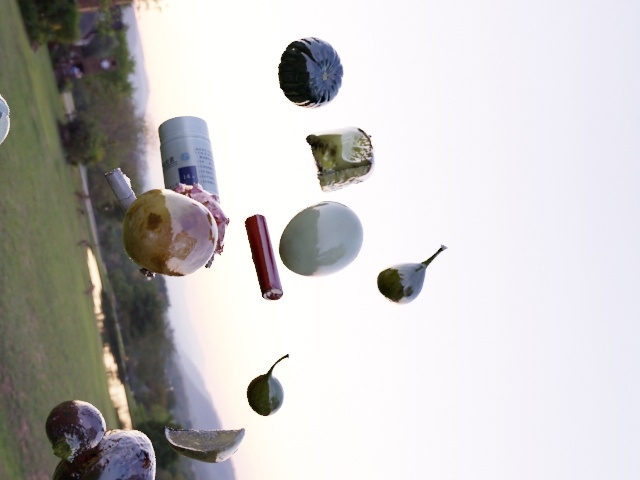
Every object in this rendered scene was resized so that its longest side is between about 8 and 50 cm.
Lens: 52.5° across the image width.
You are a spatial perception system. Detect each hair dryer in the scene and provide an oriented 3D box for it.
[{"bbox_3d":[-0.615,-0.143,2.062,0.195,0.053,0.220,65,-9,-18],"label":"hair dryer"}]

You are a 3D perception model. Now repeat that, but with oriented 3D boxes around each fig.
[{"bbox_3d":[-0.150,0.429,1.966,0.236,0.124,0.124,-68,-148,30],"label":"fig"},{"bbox_3d":[0.299,0.096,2.133,0.151,0.259,0.151,43,-3,2],"label":"fig"}]

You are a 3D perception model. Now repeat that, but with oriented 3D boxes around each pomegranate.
[{"bbox_3d":[-0.350,-0.008,1.484,0.215,0.215,0.215,167,-90,-76],"label":"pomegranate"}]

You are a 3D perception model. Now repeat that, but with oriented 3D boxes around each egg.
[{"bbox_3d":[0.000,0.000,1.655,0.188,0.253,0.189,28,-47,35],"label":"egg"}]

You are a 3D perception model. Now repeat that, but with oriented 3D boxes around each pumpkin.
[{"bbox_3d":[-0.029,-0.515,2.000,0.162,0.220,0.220,28,-47,45],"label":"pumpkin"}]

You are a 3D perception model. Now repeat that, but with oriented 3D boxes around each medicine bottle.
[{"bbox_3d":[-0.471,-0.268,2.316,0.190,0.190,0.332,115,-34,-68],"label":"medicine bottle"}]

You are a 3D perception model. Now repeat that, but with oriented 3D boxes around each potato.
[{"bbox_3d":[-0.357,0.641,1.969,0.100,0.261,0.120,-78,162,-62],"label":"potato"}]

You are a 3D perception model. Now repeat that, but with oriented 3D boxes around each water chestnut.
[{"bbox_3d":[-0.673,0.702,1.958,0.347,0.335,0.335,38,-34,30],"label":"water chestnut"}]

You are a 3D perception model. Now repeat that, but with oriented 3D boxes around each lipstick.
[{"bbox_3d":[-0.165,0.047,1.878,0.073,0.073,0.280,96,-18,-52],"label":"lipstick"}]

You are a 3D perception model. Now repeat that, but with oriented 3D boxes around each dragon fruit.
[{"bbox_3d":[-0.351,-0.033,1.809,0.268,0.205,0.210,60,12,28],"label":"dragon fruit"}]

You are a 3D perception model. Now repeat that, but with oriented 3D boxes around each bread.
[{"bbox_3d":[0.076,-0.242,1.989,0.262,0.204,0.163,-101,172,-49],"label":"bread"}]

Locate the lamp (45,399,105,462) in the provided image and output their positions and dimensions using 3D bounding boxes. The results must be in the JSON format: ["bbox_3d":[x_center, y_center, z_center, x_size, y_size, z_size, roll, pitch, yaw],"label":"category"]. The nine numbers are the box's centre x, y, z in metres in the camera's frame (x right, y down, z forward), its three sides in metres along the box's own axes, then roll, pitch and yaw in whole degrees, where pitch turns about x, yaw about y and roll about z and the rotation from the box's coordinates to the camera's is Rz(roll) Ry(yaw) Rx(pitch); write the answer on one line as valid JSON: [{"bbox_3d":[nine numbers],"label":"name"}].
[{"bbox_3d":[-0.653,0.504,1.716,0.135,0.156,0.157,-71,144,-67],"label":"lamp"}]

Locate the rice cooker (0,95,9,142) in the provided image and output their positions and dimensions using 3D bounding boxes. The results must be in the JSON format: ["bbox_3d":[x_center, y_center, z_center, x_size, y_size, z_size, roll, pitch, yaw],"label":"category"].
[{"bbox_3d":[-0.972,-0.346,1.750,0.244,0.226,0.226,48,-27,26],"label":"rice cooker"}]
